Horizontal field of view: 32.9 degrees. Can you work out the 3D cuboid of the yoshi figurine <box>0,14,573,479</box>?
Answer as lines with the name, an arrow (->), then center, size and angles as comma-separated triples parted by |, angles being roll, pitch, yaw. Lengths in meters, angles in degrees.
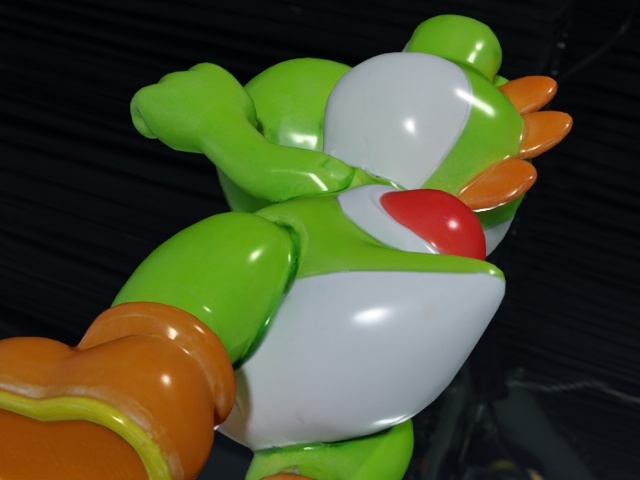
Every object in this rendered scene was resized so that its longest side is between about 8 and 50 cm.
yoshi figurine -> -0.016, 0.012, 0.525 | 0.362, 0.203, 0.204 | -55, 165, -45
